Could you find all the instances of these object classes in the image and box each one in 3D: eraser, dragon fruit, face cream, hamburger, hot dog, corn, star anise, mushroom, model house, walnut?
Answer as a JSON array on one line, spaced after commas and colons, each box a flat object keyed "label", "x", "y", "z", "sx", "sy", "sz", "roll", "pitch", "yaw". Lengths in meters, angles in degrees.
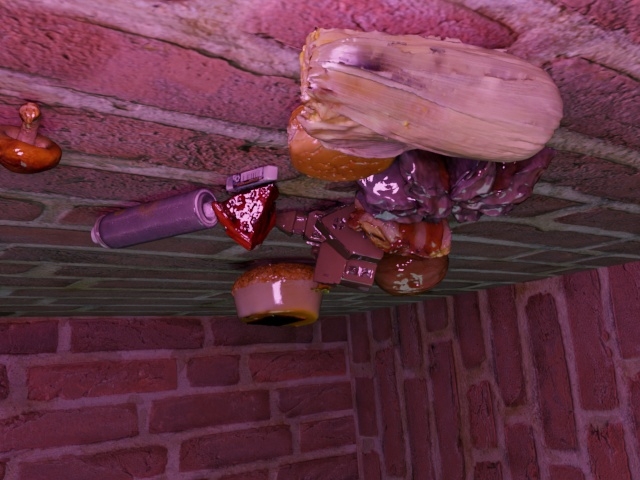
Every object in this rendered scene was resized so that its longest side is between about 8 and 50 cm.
[{"label": "eraser", "x": -0.113, "y": -0.101, "z": 1.044, "sx": 0.099, "sy": 0.027, "sz": 0.019, "roll": -13, "pitch": 158, "yaw": 32}, {"label": "dragon fruit", "x": -0.127, "y": -0.062, "z": 1.144, "sx": 0.092, "sy": 0.123, "sz": 0.192, "roll": 20, "pitch": -170, "yaw": 8}, {"label": "face cream", "x": -0.316, "y": -0.034, "z": 1.177, "sx": 0.283, "sy": 0.073, "sz": 0.073, "roll": -11, "pitch": 166, "yaw": 28}, {"label": "hamburger", "x": -0.124, "y": 0.158, "z": 1.918, "sx": 0.294, "sy": 0.179, "sz": 0.276, "roll": 9, "pitch": 159, "yaw": -34}, {"label": "hot dog", "x": 0.148, "y": -0.025, "z": 1.192, "sx": 0.213, "sy": 0.146, "sz": 0.103, "roll": 11, "pitch": 134, "yaw": -19}, {"label": "corn", "x": 0.113, "y": -0.148, "z": 0.665, "sx": 0.304, "sy": 0.122, "sz": 0.123, "roll": 2, "pitch": 180, "yaw": -22}, {"label": "star anise", "x": 0.198, "y": -0.088, "z": 1.004, "sx": 0.331, "sy": 0.118, "sz": 0.332, "roll": 1, "pitch": 167, "yaw": 0}, {"label": "hamburger", "x": 0.030, "y": -0.129, "z": 0.833, "sx": 0.147, "sy": 0.083, "sz": 0.138, "roll": -1, "pitch": 168, "yaw": 1}, {"label": "mushroom", "x": -0.360, "y": -0.119, "z": 0.766, "sx": 0.088, "sy": 0.073, "sz": 0.129, "roll": 30, "pitch": 156, "yaw": -12}, {"label": "model house", "x": 0.000, "y": 0.000, "z": 1.317, "sx": 0.247, "sy": 0.176, "sz": 0.181, "roll": 13, "pitch": 168, "yaw": -2}, {"label": "walnut", "x": 0.226, "y": 0.061, "z": 1.623, "sx": 0.207, "sy": 0.168, "sz": 0.167, "roll": -7, "pitch": 168, "yaw": 2}]
